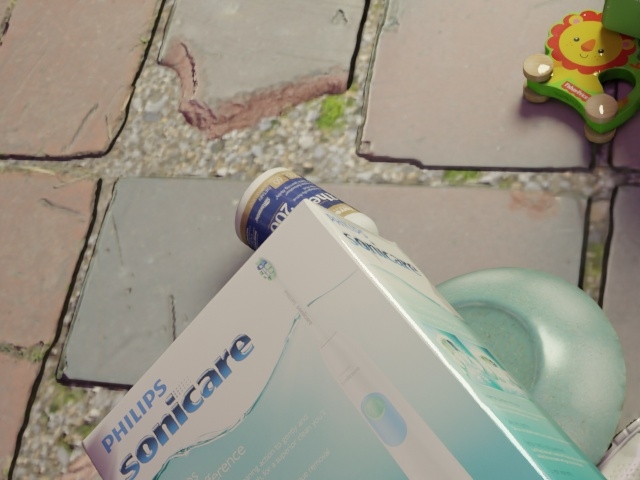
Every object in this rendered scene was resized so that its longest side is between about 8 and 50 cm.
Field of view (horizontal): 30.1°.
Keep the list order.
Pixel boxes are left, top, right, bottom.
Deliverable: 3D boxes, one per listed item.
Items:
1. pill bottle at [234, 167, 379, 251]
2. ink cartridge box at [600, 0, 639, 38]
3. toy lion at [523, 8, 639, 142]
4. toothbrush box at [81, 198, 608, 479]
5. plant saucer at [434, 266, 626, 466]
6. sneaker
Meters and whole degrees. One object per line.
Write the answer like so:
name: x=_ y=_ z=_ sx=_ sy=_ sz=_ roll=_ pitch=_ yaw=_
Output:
pill bottle: x=0.000 y=0.000 z=0.873 sx=0.120 sy=0.067 sz=0.067 roll=32 pitch=75 yaw=30
ink cartridge box: x=0.290 y=-0.281 z=0.808 sx=0.115 sy=0.273 sz=0.198 roll=22 pitch=70 yaw=14
toy lion: x=0.209 y=-0.133 z=0.906 sx=0.096 sy=0.034 sz=0.100 roll=-39 pitch=57 yaw=-15
toothbrush box: x=0.029 y=0.157 z=0.692 sx=0.216 sy=0.126 sz=0.295 roll=-48 pitch=59 yaw=11
plant saucer: x=0.100 y=0.093 z=0.784 sx=0.195 sy=0.037 sz=0.195 roll=-16 pitch=53 yaw=21
sneaker: x=0.194 y=0.144 z=0.750 sx=0.109 sy=0.040 sz=0.044 roll=-39 pitch=64 yaw=2
